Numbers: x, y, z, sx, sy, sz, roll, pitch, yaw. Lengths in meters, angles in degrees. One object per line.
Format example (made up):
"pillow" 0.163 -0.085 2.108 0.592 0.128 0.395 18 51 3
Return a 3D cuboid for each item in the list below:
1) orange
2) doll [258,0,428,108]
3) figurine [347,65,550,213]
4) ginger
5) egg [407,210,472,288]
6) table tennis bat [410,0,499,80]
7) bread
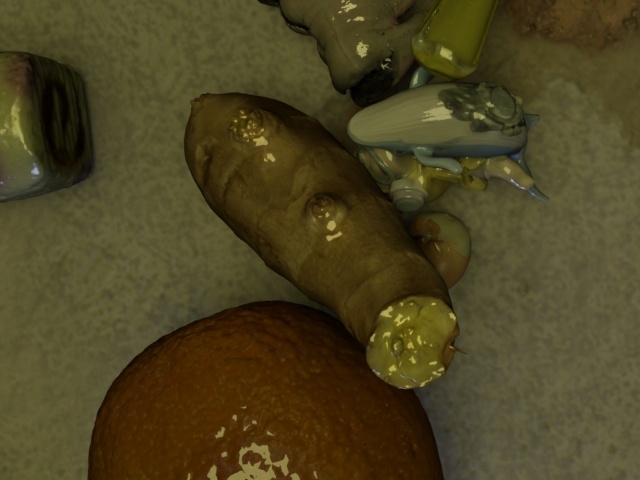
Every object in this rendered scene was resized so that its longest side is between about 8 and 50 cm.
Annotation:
"orange" -0.038 0.233 1.096 0.322 0.322 0.357 -30 94 9
"doll" 0.022 -0.223 1.166 0.149 0.095 0.192 -39 73 34
"figurine" 0.122 -0.090 1.143 0.209 0.184 0.128 11 63 -24
"ginger" 0.002 0.015 1.099 0.166 0.236 0.375 -20 58 -10
"egg" 0.112 0.015 1.187 0.071 0.071 0.083 19 115 7
"table tennis bat" 0.179 -0.305 1.098 0.224 0.054 0.368 23 76 5
"bread" -0.412 -0.109 1.202 0.339 0.187 0.155 -2 92 7
